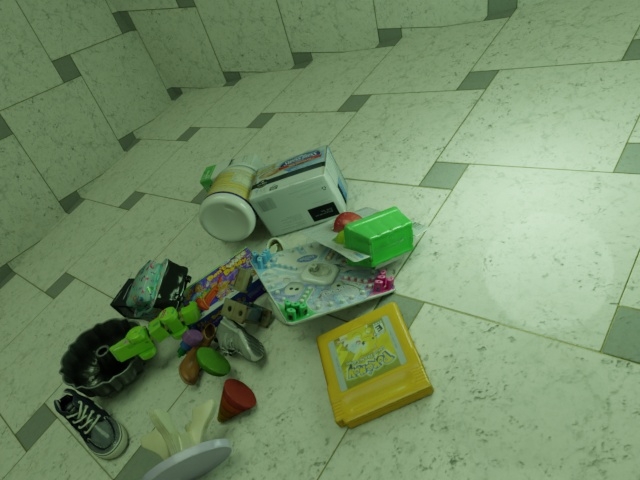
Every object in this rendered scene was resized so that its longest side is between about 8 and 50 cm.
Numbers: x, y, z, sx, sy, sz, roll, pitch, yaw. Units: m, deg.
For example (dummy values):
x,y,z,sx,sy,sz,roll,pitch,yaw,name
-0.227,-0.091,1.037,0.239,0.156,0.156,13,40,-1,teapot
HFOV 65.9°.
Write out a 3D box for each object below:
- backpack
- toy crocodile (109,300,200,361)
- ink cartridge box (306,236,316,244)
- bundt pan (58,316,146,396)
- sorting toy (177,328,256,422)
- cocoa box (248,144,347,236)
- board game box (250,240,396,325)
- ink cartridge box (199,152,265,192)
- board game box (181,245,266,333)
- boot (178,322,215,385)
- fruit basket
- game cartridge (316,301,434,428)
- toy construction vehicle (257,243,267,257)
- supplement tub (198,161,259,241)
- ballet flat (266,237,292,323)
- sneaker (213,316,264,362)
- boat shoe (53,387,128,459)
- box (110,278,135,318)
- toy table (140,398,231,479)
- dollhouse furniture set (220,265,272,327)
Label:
x,y,z,sx,sy,sz,roll,pitch,yaw,name
-0.651,0.209,1.959,0.253,0.191,0.225,-39,36,48,backpack
-0.598,0.329,1.803,0.341,0.115,0.105,-31,35,-9,toy crocodile
0.000,0.000,1.963,0.115,0.029,0.062,-17,39,17,ink cartridge box
-0.811,0.461,1.901,0.331,0.124,0.330,-9,40,7,bundt pan
-0.364,0.450,1.611,0.365,0.127,0.126,41,100,30,sorting toy
-0.086,-0.207,2.083,0.347,0.231,0.227,-16,39,19,cocoa box
-0.002,0.102,1.701,0.390,0.050,0.390,-15,34,-20,board game box
-0.399,-0.279,2.395,0.289,0.211,0.121,-13,41,23,ink cartridge box
-0.386,0.201,1.966,0.347,0.078,0.233,-36,38,-5,board game box
-0.429,0.396,1.739,0.152,0.073,0.197,-50,28,23,boot
0.146,-0.024,1.743,0.327,0.165,0.353,-21,22,-28,fruit basket
0.144,0.358,1.450,0.285,0.052,0.323,-27,37,7,game cartridge
-0.218,0.048,2.054,0.098,0.035,0.086,18,59,45,toy construction vehicle
-0.373,-0.176,2.160,0.241,0.241,0.331,-16,34,20,supplement tub
-0.154,0.135,1.835,0.139,0.139,0.400,-24,39,11,ballet flat
-0.290,0.367,1.720,0.115,0.105,0.281,-54,32,-8,sneaker
-0.811,0.632,1.716,0.341,0.158,0.127,11,55,42,boat shoe
-0.783,0.254,2.156,0.207,0.108,0.153,-2,47,33,box
-0.403,0.593,1.433,0.274,0.252,0.160,-23,53,-6,toy table
-0.247,0.202,1.767,0.129,0.129,0.183,13,85,42,dollhouse furniture set
